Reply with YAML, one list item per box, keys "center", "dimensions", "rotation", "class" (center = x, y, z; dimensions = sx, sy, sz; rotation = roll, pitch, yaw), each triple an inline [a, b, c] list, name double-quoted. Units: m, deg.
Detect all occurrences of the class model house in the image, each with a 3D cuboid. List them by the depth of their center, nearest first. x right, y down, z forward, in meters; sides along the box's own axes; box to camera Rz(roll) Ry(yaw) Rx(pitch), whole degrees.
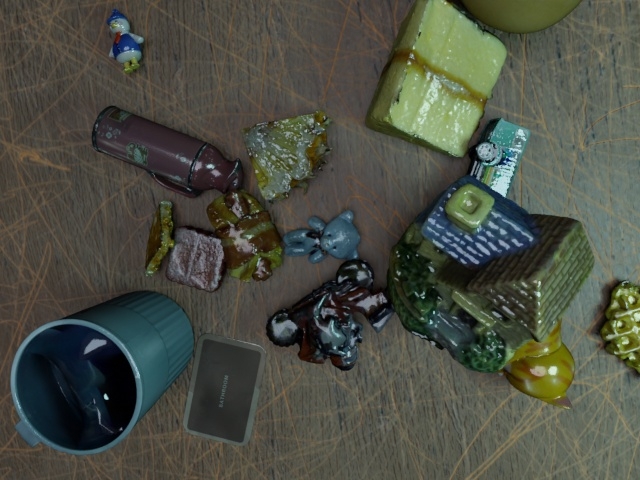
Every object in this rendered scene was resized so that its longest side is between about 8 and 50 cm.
- center: [0.276, 0.050, 0.865]
  dimensions: [0.321, 0.266, 0.261]
  rotation: [38, 72, 15]
  class: "model house"

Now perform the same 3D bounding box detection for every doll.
- center: [0.438, 0.203, 1.053]
  dimensions: [0.162, 0.166, 0.270]
  rotation: [-8, 103, 29]
  class: "doll"
- center: [0.000, 0.001, 1.114]
  dimensions: [0.179, 0.075, 0.120]
  rotation: [-7, 100, 7]
  class: "doll"
- center: [-0.442, -0.450, 1.118]
  dimensions: [0.098, 0.057, 0.143]
  rotation: [-16, 90, 22]
  class: "doll"

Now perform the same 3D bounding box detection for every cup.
- center: [-0.447, 0.287, 1.072]
  dimensions: [0.256, 0.311, 0.332]
  rotation: [21, 99, 3]
  class: "cup"

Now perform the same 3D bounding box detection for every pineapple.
- center: [-0.079, -0.196, 1.083]
  dimensions: [0.186, 0.114, 0.237]
  rotation: [37, 102, 0]
  class: "pineapple"

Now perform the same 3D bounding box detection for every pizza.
- center: [-0.361, -0.005, 1.133]
  dimensions: [0.041, 0.130, 0.179]
  rotation: [11, 83, -31]
  class: "pizza"

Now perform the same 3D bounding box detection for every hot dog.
- center: [-0.159, -0.010, 1.093]
  dimensions: [0.146, 0.103, 0.213]
  rotation: [-30, 107, -24]
  class: "hot dog"

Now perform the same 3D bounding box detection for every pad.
- center: [-0.236, 0.366, 1.215]
  dimensions: [0.175, 0.002, 0.267]
  rotation: [12, 97, 4]
  class: "pad"

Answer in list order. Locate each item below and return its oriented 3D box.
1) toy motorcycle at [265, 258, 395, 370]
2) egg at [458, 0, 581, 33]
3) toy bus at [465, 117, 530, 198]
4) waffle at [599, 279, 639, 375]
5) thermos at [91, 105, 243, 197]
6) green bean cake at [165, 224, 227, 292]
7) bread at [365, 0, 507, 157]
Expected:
- center: [0.080, 0.153, 1.096]
  dimensions: [0.400, 0.134, 0.207]
  rotation: [-37, 92, 10]
  class: "toy motorcycle"
- center: [0.359, -0.571, 0.900]
  dimensions: [0.300, 0.301, 0.374]
  rotation: [-27, 95, 8]
  class: "egg"
- center: [0.352, -0.125, 1.062]
  dimensions: [0.109, 0.091, 0.262]
  rotation: [17, 100, -3]
  class: "toy bus"
- center: [0.746, 0.173, 1.074]
  dimensions: [0.290, 0.051, 0.292]
  rotation: [0, 98, 3]
  class: "waffle"
- center: [-0.331, -0.176, 1.109]
  dimensions: [0.329, 0.109, 0.137]
  rotation: [22, 98, 3]
  class: "thermos"
- center: [-0.280, 0.041, 1.156]
  dimensions: [0.135, 0.056, 0.135]
  rotation: [16, 99, 4]
  class: "green bean cake"
- center: [0.248, -0.319, 1.004]
  dimensions: [0.235, 0.198, 0.264]
  rotation: [20, 100, -4]
  class: "bread"
